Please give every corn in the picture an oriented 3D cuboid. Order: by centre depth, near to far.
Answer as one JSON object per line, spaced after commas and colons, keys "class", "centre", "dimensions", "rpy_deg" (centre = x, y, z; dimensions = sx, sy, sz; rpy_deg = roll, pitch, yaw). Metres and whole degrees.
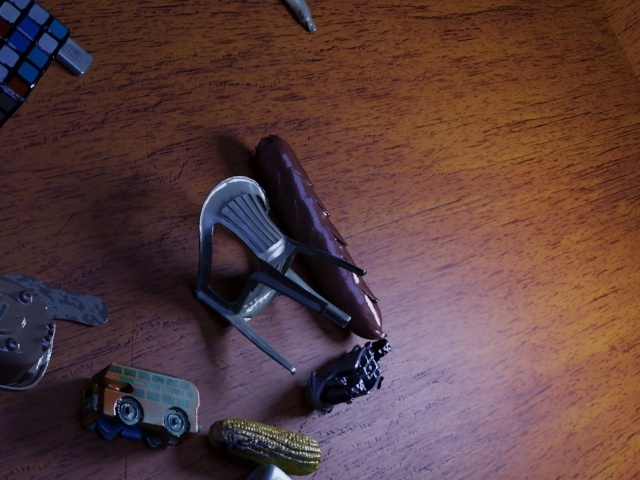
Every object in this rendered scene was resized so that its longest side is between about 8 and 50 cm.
{"class": "corn", "centre": [-0.085, 0.328, 1.860], "dimensions": [0.203, 0.072, 0.072], "rpy_deg": [22, 53, -34]}

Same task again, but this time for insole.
{"class": "insole", "centre": [-0.400, 0.090, 1.737], "dimensions": [0.193, 0.006, 0.065], "rpy_deg": [16, 56, -38]}

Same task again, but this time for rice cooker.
{"class": "rice cooker", "centre": [-0.455, 0.117, 1.579], "dimensions": [0.206, 0.127, 0.145], "rpy_deg": [24, 52, -22]}

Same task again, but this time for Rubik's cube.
{"class": "Rubik's cube", "centre": [-0.510, -0.265, 1.704], "dimensions": [0.182, 0.184, 0.187], "rpy_deg": [40, 46, -21]}

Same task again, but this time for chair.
{"class": "chair", "centre": [-0.080, 0.045, 1.948], "dimensions": [0.274, 0.190, 0.203], "rpy_deg": [33, 40, 13]}

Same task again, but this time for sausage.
{"class": "sausage", "centre": [-0.002, 0.001, 2.121], "dimensions": [0.088, 0.088, 0.433], "rpy_deg": [-28, 87, -48]}

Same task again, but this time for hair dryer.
{"class": "hair dryer", "centre": [-0.075, -0.565, 2.394], "dimensions": [0.225, 0.088, 0.219], "rpy_deg": [40, 40, -39]}

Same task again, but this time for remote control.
{"class": "remote control", "centre": [-0.432, -0.324, 1.937], "dimensions": [0.124, 0.018, 0.053], "rpy_deg": [40, 46, -20]}

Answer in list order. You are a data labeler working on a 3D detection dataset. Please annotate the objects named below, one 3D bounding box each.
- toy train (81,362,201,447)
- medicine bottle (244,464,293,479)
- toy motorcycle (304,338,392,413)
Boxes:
{"class": "toy train", "centre": [-0.263, 0.247, 1.734], "dimensions": [0.188, 0.072, 0.099], "rpy_deg": [19, 50, -36]}
{"class": "medicine bottle", "centre": [-0.038, 0.462, 1.815], "dimensions": [0.229, 0.083, 0.121], "rpy_deg": [46, 56, -16]}
{"class": "toy motorcycle", "centre": [0.048, 0.236, 2.023], "dimensions": [0.080, 0.122, 0.215], "rpy_deg": [64, 27, -10]}
